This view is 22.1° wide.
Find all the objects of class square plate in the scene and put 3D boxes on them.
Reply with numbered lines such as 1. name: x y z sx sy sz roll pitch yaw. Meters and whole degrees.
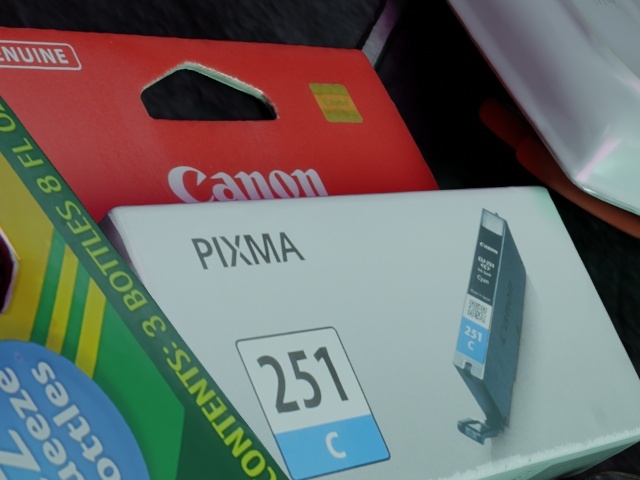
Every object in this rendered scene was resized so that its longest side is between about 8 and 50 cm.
1. square plate: 0.207 -0.111 1.002 0.344 0.049 0.347 18 33 -38

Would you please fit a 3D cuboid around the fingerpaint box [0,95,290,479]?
1. fingerpaint box: -0.248 -0.017 0.345 0.445 0.163 0.371 53 25 3

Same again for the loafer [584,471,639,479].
1. loafer: 0.183 0.153 0.817 0.170 0.062 0.061 32 18 -29

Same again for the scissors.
1. scissors: 0.197 -0.006 0.947 0.297 0.021 0.109 28 12 -39

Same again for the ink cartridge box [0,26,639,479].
1. ink cartridge box: 0.000 0.000 0.736 0.296 0.066 0.261 -5 64 -49
